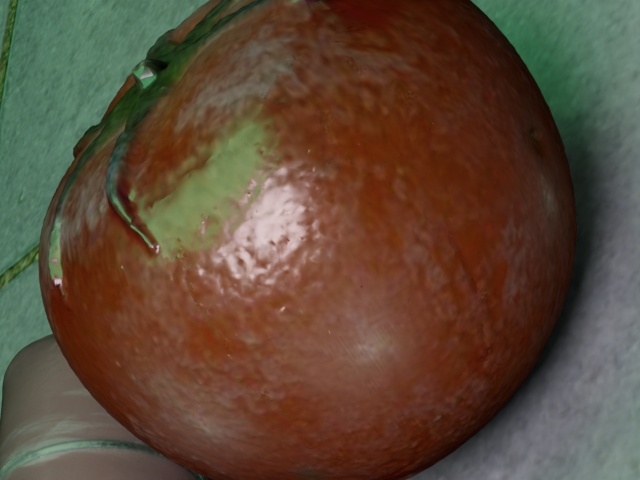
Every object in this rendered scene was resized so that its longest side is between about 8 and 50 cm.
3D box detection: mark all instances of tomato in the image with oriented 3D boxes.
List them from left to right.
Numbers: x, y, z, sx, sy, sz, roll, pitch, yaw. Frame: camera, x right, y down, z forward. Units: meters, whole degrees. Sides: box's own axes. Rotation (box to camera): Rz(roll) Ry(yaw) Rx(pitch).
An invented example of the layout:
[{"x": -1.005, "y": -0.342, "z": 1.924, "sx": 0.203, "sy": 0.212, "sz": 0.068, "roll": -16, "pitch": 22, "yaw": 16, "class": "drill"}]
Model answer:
[{"x": 0.000, "y": 0.000, "z": 0.842, "sx": 0.265, "sy": 0.265, "sz": 0.265, "roll": -35, "pitch": 40, "yaw": 36, "class": "tomato"}]

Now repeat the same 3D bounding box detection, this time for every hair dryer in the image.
[{"x": -0.186, "y": 0.231, "z": 1.067, "sx": 0.352, "sy": 0.125, "sz": 0.210, "roll": -47, "pitch": 34, "yaw": 39, "class": "hair dryer"}]
